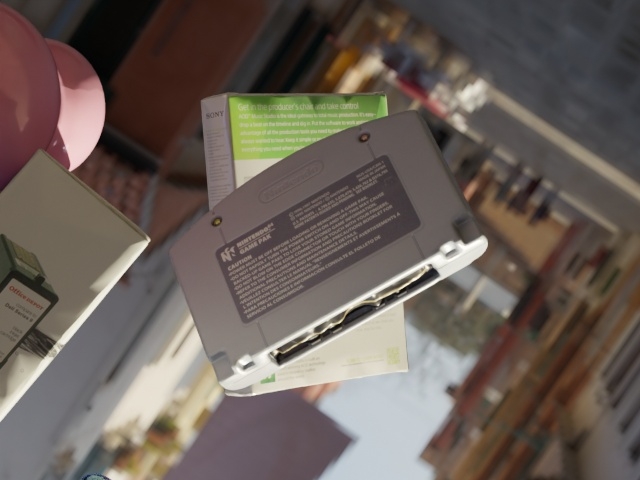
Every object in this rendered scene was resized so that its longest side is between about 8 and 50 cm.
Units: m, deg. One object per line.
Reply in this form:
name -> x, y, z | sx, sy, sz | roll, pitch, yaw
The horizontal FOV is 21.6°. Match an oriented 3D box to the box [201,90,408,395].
box -> -0.014, -0.002, 1.842 | 0.232, 0.322, 0.058 | -4, -179, -41

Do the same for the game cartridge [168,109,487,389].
game cartridge -> 0.000, 0.000, 1.658 | 0.060, 0.294, 0.196 | 48, -165, -58

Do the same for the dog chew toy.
dog chew toy -> -0.320, -0.125, 1.443 | 0.206, 0.206, 0.332 | 37, -160, 36

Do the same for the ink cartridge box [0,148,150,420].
ink cartridge box -> -0.288, 0.080, 1.389 | 0.121, 0.289, 0.211 | 41, 164, -7

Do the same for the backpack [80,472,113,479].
backpack -> -0.198, 0.297, 1.593 | 0.158, 0.117, 0.173 | 30, 157, 8
